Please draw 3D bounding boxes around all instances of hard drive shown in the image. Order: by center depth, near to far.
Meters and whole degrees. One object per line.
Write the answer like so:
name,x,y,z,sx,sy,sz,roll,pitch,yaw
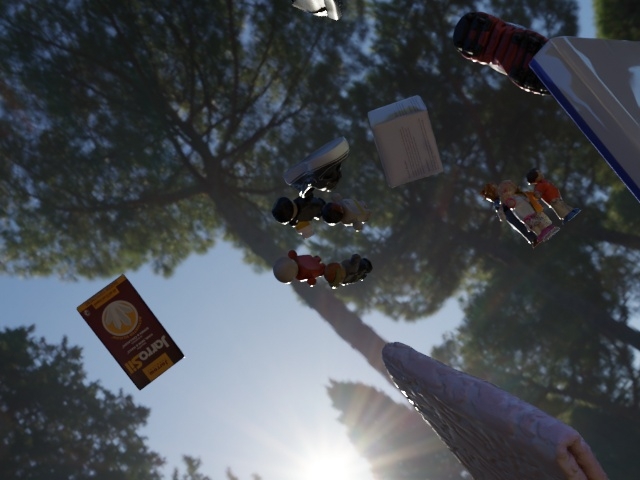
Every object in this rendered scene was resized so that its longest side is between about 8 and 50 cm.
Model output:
hard drive,0.349,-0.057,0.720,0.210,0.319,0.040,-10,-29,-42

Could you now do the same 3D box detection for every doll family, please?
doll family,0.417,-0.066,1.643,0.263,0.163,0.118,-21,-24,-53

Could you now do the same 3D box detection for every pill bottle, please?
pill bottle,-0.045,-0.045,1.852,0.043,0.043,0.083,-27,-86,-27

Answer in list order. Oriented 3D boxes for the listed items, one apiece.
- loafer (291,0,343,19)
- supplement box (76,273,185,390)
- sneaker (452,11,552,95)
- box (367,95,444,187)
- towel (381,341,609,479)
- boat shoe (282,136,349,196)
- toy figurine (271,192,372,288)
loafer,-0.020,-0.362,1.027,0.251,0.087,0.095,64,-151,-75
supplement box,-0.344,0.166,1.431,0.104,0.188,0.081,-37,6,-13
sneaker,0.378,-0.346,1.469,0.135,0.276,0.098,2,-61,-41
box,0.128,-0.151,1.194,0.087,0.102,0.101,-17,-68,6
towel,0.254,0.280,1.019,0.053,0.331,0.317,-47,-60,-16
boat shoe,0.002,-0.124,1.441,0.080,0.228,0.076,-42,-80,-28
toy figurine,0.000,0.000,1.723,0.148,0.209,0.213,-4,-82,-49
